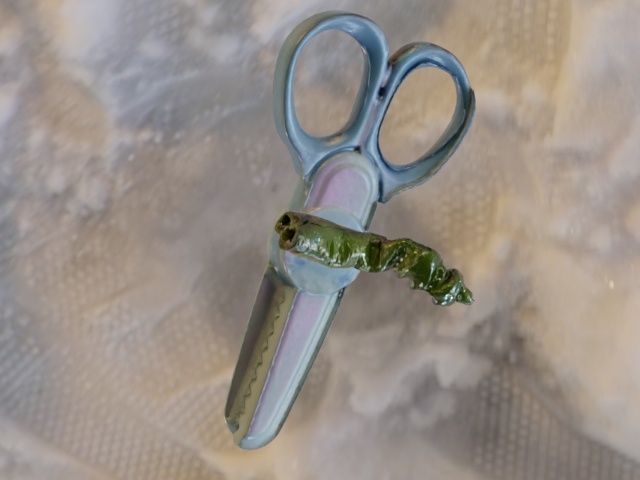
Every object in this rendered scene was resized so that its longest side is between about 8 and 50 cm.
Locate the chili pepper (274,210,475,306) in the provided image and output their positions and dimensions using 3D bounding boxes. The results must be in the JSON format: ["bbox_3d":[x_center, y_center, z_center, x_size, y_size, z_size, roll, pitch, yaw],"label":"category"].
[{"bbox_3d":[0.021,0.007,0.630,0.083,0.027,0.022,18,83,-19],"label":"chili pepper"}]

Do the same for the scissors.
[{"bbox_3d":[0.000,0.000,0.950,0.125,0.030,0.256,17,98,-29],"label":"scissors"}]
